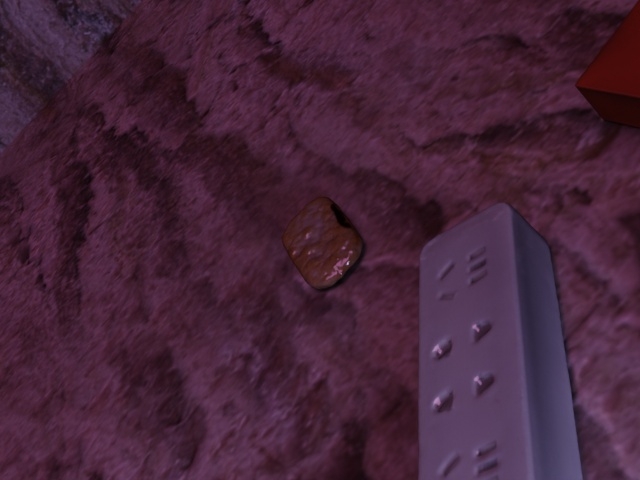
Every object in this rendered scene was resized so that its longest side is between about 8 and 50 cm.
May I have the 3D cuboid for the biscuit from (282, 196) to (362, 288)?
[{"bbox_3d":[0.000,0.000,0.941,0.071,0.018,0.147,-46,30,6],"label":"biscuit"}]

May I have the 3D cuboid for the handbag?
[{"bbox_3d":[0.301,-0.169,0.721,0.190,0.063,0.127,-53,29,-4],"label":"handbag"}]

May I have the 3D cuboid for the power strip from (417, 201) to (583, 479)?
[{"bbox_3d":[0.109,0.128,0.597,0.091,0.062,0.385,-32,32,30],"label":"power strip"}]
